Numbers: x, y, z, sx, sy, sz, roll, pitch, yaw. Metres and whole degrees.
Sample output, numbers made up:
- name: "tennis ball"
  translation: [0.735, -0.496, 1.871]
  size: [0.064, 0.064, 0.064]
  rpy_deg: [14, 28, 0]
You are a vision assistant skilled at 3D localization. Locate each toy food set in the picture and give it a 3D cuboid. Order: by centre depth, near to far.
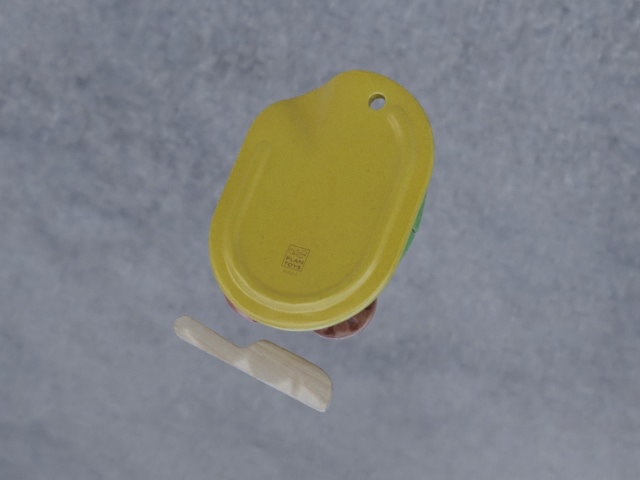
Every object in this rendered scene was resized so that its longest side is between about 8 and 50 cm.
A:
- name: "toy food set"
  translation: [0.000, 0.000, 0.931]
  size: [0.128, 0.218, 0.071]
  rpy_deg: [17, 164, 21]
